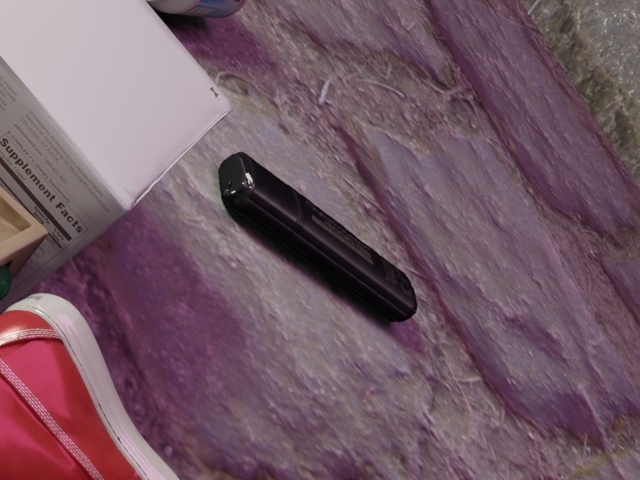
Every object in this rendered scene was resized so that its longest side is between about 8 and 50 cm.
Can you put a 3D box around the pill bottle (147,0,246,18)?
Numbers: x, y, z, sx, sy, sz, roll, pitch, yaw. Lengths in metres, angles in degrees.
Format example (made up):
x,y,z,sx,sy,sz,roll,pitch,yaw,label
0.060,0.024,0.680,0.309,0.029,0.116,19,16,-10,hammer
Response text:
x,y,z,sx,sy,sz,roll,pitch,yaw,label
-0.145,-0.288,1.589,0.087,0.087,0.160,58,23,9,pill bottle

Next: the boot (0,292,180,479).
x,y,z,sx,sy,sz,roll,pitch,yaw,label
-0.176,0.177,0.910,0.176,0.088,0.244,-41,106,-49,boot

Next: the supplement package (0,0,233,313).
x,y,z,sx,sy,sz,roll,pitch,yaw,label
-0.215,-0.104,1.125,0.204,0.145,0.262,50,23,-8,supplement package

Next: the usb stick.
x,y,z,sx,sy,sz,roll,pitch,yaw,label
0.000,0.000,1.516,0.278,0.045,0.077,36,22,-35,usb stick

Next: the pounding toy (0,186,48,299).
x,y,z,sx,sy,sz,roll,pitch,yaw,label
-0.261,0.018,0.956,0.141,0.100,0.130,43,22,2,pounding toy
